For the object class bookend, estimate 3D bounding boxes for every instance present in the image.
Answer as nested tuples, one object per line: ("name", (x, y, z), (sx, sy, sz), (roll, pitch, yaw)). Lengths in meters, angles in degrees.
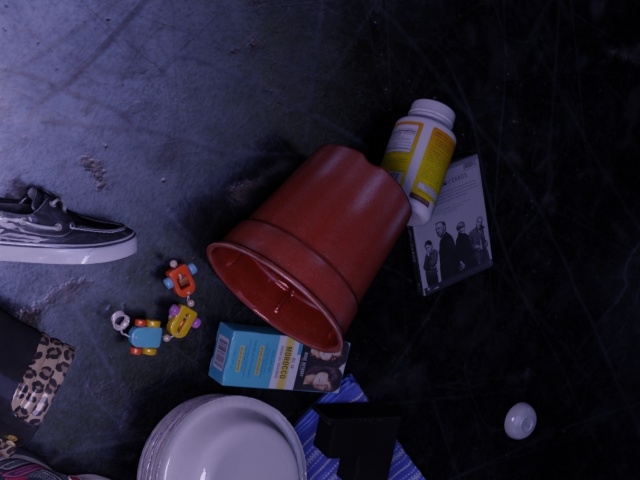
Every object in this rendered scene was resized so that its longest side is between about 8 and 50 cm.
("bookend", (0.052, 0.384, 1.784), (0.156, 0.072, 0.157), (3, 104, -30))

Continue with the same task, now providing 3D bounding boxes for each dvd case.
("dvd case", (0.246, -0.032, 1.875), (0.179, 0.030, 0.238), (-21, 111, -26))

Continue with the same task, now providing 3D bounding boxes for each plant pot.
("plant pot", (0.000, 0.000, 1.606), (0.265, 0.272, 0.272), (-52, 122, -20))

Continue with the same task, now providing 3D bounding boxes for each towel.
("towel", (0.051, 0.443, 1.860), (0.243, 0.040, 0.336), (-42, 120, -16))

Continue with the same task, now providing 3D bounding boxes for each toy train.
("toy train", (-0.265, 0.111, 1.584), (0.166, 0.046, 0.125), (-37, 117, -23))

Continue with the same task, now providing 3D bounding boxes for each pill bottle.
("pill bottle", (0.172, -0.142, 1.736), (0.117, 0.117, 0.215), (32, 70, -33))

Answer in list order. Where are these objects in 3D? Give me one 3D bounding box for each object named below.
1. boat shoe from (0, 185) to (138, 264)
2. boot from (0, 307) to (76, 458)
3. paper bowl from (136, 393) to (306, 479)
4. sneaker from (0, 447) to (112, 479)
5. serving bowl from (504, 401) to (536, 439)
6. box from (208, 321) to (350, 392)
("boat shoe", (-0.413, -0.028, 1.426), (0.301, 0.108, 0.102), (3, 104, -25))
("boot", (-0.550, 0.228, 1.352), (0.284, 0.138, 0.377), (34, 81, -24))
("paper bowl", (-0.150, 0.401, 1.617), (0.284, 0.148, 0.284), (4, 82, -34))
("sneaker", (-0.403, 0.429, 1.531), (0.299, 0.112, 0.120), (31, 84, -34))
("serving bowl", (0.438, 0.394, 2.094), (0.083, 0.027, 0.083), (-9, 106, -31))
("box", (-0.070, 0.210, 1.716), (0.244, 0.060, 0.100), (9, 96, -33))
